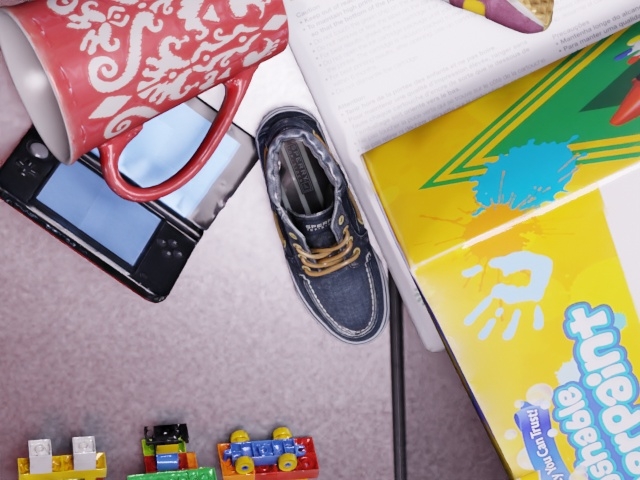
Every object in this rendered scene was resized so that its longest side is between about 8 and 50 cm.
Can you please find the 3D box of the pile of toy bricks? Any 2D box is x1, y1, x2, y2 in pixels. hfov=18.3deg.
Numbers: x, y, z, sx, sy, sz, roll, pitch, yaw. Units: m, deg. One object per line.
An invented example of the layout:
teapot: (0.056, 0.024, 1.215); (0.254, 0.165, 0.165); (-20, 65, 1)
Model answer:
pile of toy bricks: (-0.106, 0.204, 1.418); (0.212, 0.118, 0.105); (-3, 134, -10)

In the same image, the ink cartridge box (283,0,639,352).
ink cartridge box: (0.155, -0.136, 1.361); (0.324, 0.071, 0.330); (-23, 95, 4)

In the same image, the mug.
mug: (-0.112, -0.121, 1.330); (0.169, 0.113, 0.150); (-27, 130, -17)

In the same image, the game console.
game console: (-0.132, -0.050, 1.367); (0.144, 0.124, 0.085); (35, 125, -7)

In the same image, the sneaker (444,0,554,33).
sneaker: (0.067, -0.186, 1.296); (0.185, 0.069, 0.084); (37, 130, -15)

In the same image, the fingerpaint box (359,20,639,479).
fingerpaint box: (0.285, 0.067, 1.297); (0.371, 0.163, 0.444); (-26, 121, 4)

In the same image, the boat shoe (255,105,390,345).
boat shoe: (0.000, 0.000, 1.376); (0.065, 0.083, 0.183); (-21, 105, 3)
